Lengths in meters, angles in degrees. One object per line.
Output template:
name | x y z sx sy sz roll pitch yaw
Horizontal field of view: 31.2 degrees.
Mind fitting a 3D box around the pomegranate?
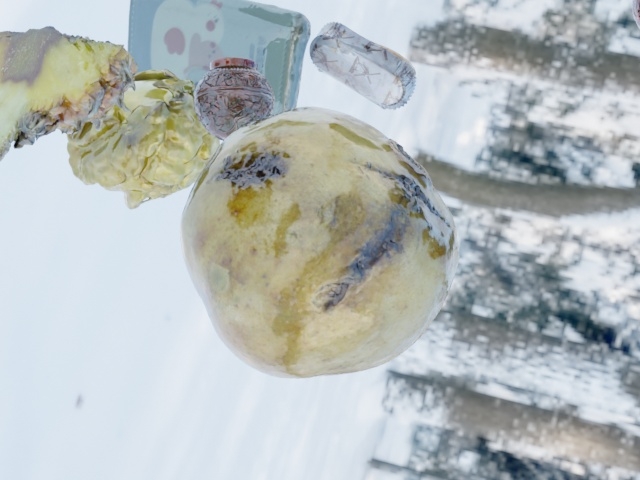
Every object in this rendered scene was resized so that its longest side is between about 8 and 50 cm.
pomegranate | 0.000 0.000 1.080 0.260 0.260 0.260 13 90 -81

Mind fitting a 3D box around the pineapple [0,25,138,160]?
pineapple | -0.333 -0.159 1.410 0.140 0.250 0.164 48 43 -66

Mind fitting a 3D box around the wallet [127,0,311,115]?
wallet | -0.191 -0.326 2.092 0.083 0.360 0.252 -30 134 -56

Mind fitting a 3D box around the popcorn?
popcorn | -0.278 -0.164 1.770 0.190 0.250 0.250 61 33 -31

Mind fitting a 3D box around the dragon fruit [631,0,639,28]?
dragon fruit | 0.494 -0.322 1.612 0.125 0.125 0.246 -50 -170 50

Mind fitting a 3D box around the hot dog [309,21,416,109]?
hot dog | 0.071 -0.290 1.901 0.059 0.191 0.108 -54 172 -49

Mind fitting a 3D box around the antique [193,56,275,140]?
antique | -0.105 -0.167 1.392 0.104 0.104 0.104 13 90 -81
